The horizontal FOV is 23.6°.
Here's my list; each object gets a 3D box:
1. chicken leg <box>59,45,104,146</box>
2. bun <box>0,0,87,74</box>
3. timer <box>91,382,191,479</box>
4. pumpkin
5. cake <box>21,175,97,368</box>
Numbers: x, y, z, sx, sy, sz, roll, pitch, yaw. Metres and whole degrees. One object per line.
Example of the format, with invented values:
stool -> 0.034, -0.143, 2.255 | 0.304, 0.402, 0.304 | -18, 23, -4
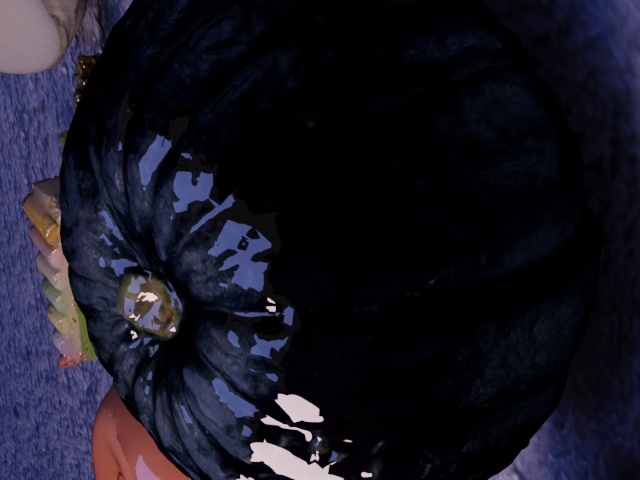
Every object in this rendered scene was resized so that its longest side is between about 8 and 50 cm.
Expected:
chicken leg -> -0.220, -0.099, 1.553 | 0.103, 0.088, 0.227 | -122, 20, -58
bun -> -0.342, -0.311, 1.577 | 0.263, 0.175, 0.263 | 21, 155, 10
timer -> -0.073, 0.184, 1.291 | 0.229, 0.215, 0.229 | 40, 135, 55
pumpkin -> 0.000, 0.000, 0.928 | 0.363, 0.266, 0.363 | 36, 134, 49
cake -> -0.250, 0.039, 1.688 | 0.090, 0.109, 0.225 | 25, 129, 58
